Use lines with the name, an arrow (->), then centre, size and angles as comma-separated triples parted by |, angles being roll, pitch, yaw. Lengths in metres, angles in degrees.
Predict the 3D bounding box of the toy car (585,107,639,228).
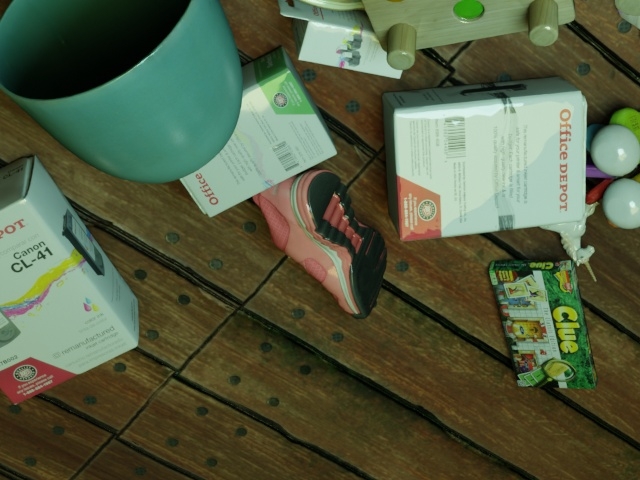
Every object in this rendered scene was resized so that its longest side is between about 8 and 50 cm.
toy car -> 0.445, -0.104, 1.836 | 0.136, 0.159, 0.182 | -5, 103, 45

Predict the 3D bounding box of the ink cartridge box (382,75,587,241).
ink cartridge box -> 0.235, -0.120, 1.782 | 0.272, 0.114, 0.197 | -6, 111, -4

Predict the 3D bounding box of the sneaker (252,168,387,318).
sneaker -> 0.000, -0.001, 1.868 | 0.136, 0.116, 0.314 | 7, 145, 32

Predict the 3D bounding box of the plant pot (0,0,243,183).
plant pot -> -0.234, -0.212, 1.578 | 0.293, 0.293, 0.235 | -24, 137, 7

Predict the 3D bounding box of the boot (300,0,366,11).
boot -> 0.052, -0.386, 1.622 | 0.213, 0.077, 0.165 | 4, 123, -17

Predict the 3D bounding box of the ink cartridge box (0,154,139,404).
ink cartridge box -> -0.436, 0.063, 1.810 | 0.226, 0.131, 0.306 | -26, 124, 8

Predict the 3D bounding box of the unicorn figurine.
unicorn figurine -> 0.388, -0.028, 1.927 | 0.162, 0.060, 0.111 | 27, 117, -6

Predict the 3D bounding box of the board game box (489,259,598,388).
board game box -> 0.366, 0.140, 2.012 | 0.136, 0.030, 0.260 | -3, 127, 23

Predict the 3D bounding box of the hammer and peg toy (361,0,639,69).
hammer and peg toy -> 0.210, -0.348, 1.466 | 0.361, 0.127, 0.266 | -8, 143, 19

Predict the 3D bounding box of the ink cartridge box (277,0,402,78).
ink cartridge box -> 0.022, -0.282, 1.668 | 0.181, 0.104, 0.062 | 9, 122, -13

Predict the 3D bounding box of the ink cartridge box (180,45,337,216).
ink cartridge box -> -0.108, -0.151, 1.742 | 0.212, 0.093, 0.154 | -27, 123, 7

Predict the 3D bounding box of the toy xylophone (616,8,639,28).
toy xylophone -> 0.573, -0.337, 1.731 | 0.322, 0.081, 0.236 | 2, 123, -10
